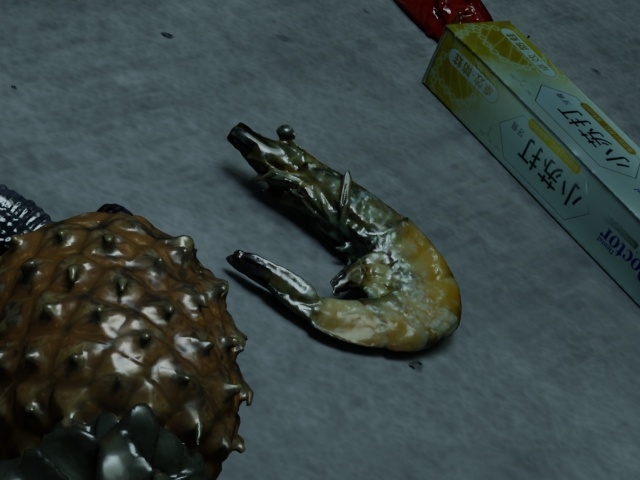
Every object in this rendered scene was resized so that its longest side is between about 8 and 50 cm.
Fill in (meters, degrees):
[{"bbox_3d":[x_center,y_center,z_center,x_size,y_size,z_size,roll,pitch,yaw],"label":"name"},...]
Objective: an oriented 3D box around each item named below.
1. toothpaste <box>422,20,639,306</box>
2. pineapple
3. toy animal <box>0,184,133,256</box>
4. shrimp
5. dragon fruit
[{"bbox_3d":[0.208,-0.063,1.509,0.089,0.071,0.313,-8,46,-40],"label":"toothpaste"},{"bbox_3d":[-0.109,0.132,0.871,0.165,0.165,0.364,19,33,-15],"label":"pineapple"},{"bbox_3d":[-0.155,0.018,1.098,0.220,0.062,0.108,45,34,17],"label":"toy animal"},{"bbox_3d":[0.000,0.000,1.267,0.217,0.051,0.150,41,40,15],"label":"shrimp"},{"bbox_3d":[0.130,-0.209,1.668,0.097,0.063,0.131,11,34,-25],"label":"dragon fruit"}]
